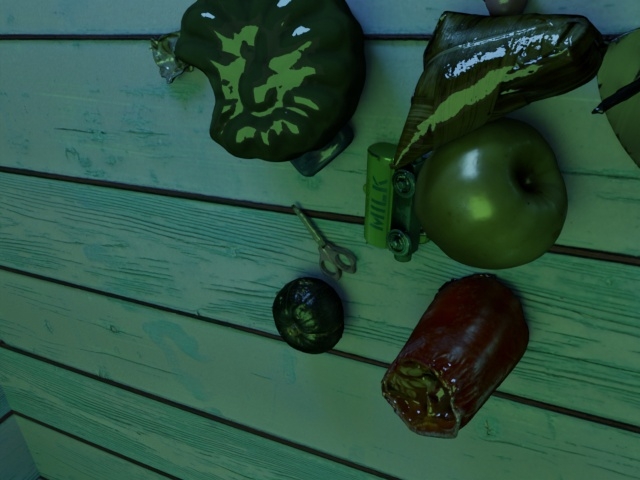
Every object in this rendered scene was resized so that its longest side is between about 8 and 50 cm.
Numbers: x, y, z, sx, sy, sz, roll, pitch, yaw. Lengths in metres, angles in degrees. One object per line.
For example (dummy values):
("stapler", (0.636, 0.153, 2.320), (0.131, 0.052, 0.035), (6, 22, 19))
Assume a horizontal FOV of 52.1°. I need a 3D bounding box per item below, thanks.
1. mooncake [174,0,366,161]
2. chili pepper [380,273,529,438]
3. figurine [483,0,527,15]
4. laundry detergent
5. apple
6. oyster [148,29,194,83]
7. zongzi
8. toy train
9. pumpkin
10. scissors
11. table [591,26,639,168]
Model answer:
("mooncake", (-0.081, -0.321, 1.195), (0.350, 0.187, 0.352), (2, 99, 13))
("chili pepper", (0.255, 0.230, 1.315), (0.251, 0.305, 0.229), (-9, 107, 47))
("figurine", (0.300, -0.389, 1.054), (0.083, 0.067, 0.071), (47, 154, -22))
("laundry detergent", (-0.069, -0.274, 1.342), (0.290, 0.094, 0.143), (48, 129, -2))
("apple", (0.289, -0.075, 1.133), (0.262, 0.262, 0.263), (16, 125, 24))
("oyster", (-0.313, -0.410, 1.445), (0.165, 0.053, 0.109), (-5, 96, 42))
("zongzi", (0.257, -0.217, 1.003), (0.285, 0.288, 0.134), (16, 162, 47))
("toy train", (0.148, -0.083, 1.329), (0.157, 0.105, 0.254), (27, 131, 35))
("pumpkin", (-0.029, 0.179, 1.563), (0.190, 0.146, 0.191), (6, 100, 39))
("scissors", (0.000, 0.000, 1.517), (0.110, 0.021, 0.212), (-28, 101, 44))
("table", (0.521, -0.166, 0.928), (0.317, 0.249, 0.318), (16, 125, 24))
